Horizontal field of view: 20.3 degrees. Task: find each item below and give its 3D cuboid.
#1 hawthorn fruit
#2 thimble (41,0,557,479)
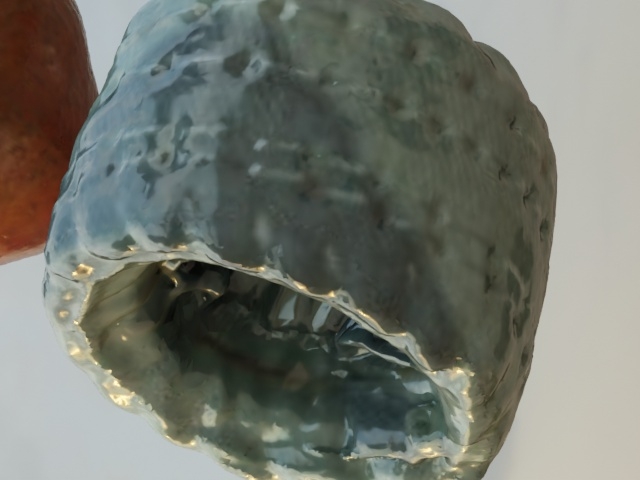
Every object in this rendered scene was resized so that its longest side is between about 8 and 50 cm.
[{"bbox_3d":[-0.207,-0.064,1.067,0.225,0.197,0.196,51,-144,-29],"label":"hawthorn fruit"},{"bbox_3d":[0.000,0.000,0.811,0.250,0.205,0.171,40,-131,-32],"label":"thimble"}]
